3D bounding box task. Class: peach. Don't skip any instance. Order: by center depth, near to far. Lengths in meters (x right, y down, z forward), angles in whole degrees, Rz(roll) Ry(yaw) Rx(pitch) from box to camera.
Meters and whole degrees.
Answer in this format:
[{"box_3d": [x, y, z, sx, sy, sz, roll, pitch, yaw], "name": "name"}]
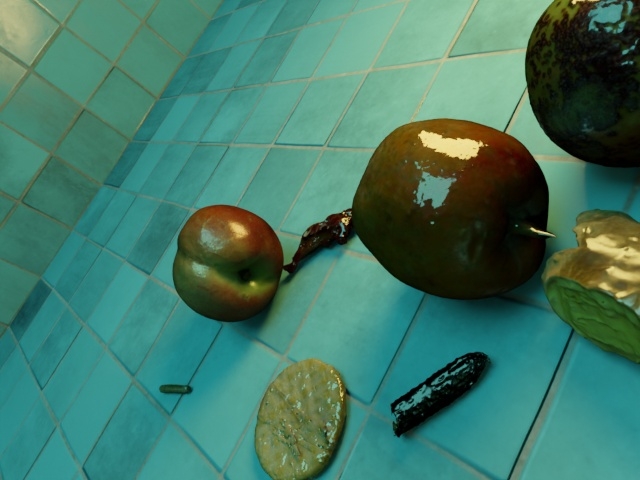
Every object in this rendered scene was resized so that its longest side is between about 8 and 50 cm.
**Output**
[{"box_3d": [-0.204, 0.047, 1.115, 0.252, 0.252, 0.252, -27, 44, 30], "name": "peach"}]

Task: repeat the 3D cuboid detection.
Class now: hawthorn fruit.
[{"box_3d": [0.205, -0.036, 0.752, 0.268, 0.268, 0.301, -53, 39, -1], "name": "hawthorn fruit"}]

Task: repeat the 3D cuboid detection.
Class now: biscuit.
[{"box_3d": [-0.039, 0.311, 0.902, 0.220, 0.033, 0.220, -28, 43, 29], "name": "biscuit"}]

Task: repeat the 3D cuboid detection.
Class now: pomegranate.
[{"box_3d": [0.446, -0.241, 0.644, 0.341, 0.285, 0.285, -17, 50, 40], "name": "pomegranate"}]

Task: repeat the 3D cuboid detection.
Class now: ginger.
[{"box_3d": [0.402, 0.041, 0.586, 0.221, 0.130, 0.275, -39, 37, 1], "name": "ginger"}]

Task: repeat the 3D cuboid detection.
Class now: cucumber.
[{"box_3d": [0.170, 0.220, 0.745, 0.181, 0.053, 0.053, -40, 39, 13], "name": "cucumber"}]

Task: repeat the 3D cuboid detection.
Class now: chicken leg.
[{"box_3d": [0.001, -0.006, 1.099, 0.219, 0.048, 0.089, -29, 40, 28], "name": "chicken leg"}]

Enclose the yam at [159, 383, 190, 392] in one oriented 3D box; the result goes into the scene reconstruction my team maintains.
[{"box_3d": [-0.340, 0.346, 1.197, 0.116, 0.021, 0.021, -14, 51, 41], "name": "yam"}]
